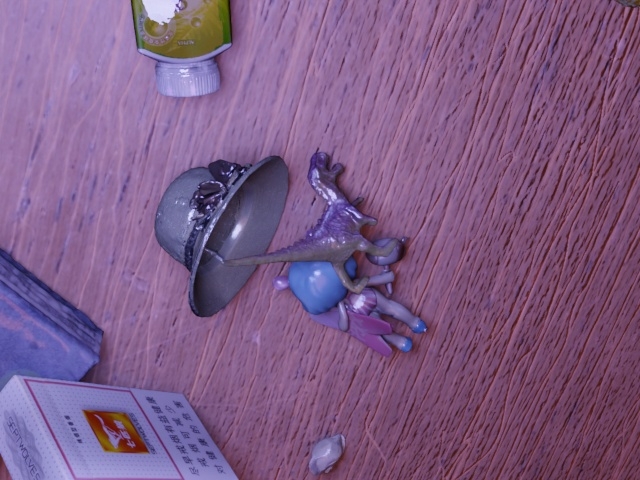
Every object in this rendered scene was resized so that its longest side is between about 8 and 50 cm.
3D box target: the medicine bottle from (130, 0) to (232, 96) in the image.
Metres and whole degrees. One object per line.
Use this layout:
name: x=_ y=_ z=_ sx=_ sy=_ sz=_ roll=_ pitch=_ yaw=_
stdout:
medicine bottle: x=-0.187 y=-0.297 z=1.202 sx=0.132 sy=0.088 sz=0.188 roll=-6 pitch=113 yaw=-8

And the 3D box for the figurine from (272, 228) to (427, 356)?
figurine: x=0.070 y=0.078 z=1.395 sx=0.260 sy=0.103 sz=0.205 roll=35 pitch=102 yaw=-19

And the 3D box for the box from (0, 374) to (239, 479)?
box: x=-0.295 y=0.310 z=1.291 sx=0.095 sy=0.210 sz=0.330 roll=-52 pitch=143 yaw=13

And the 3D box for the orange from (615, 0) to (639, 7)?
orange: x=0.471 y=-0.402 z=1.257 sx=0.156 sy=0.134 sz=0.157 roll=1 pitch=109 yaw=2

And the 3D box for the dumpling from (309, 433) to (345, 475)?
dumpling: x=0.015 y=0.375 z=1.534 sx=0.052 sy=0.076 sz=0.057 roll=-18 pitch=112 yaw=23

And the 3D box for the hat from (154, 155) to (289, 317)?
hat: x=-0.165 y=-0.028 z=1.280 sx=0.130 sy=0.257 sz=0.257 roll=26 pitch=108 yaw=14

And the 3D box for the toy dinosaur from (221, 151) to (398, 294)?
toy dinosaur: x=-0.001 y=0.000 z=1.298 sx=0.200 sy=0.072 sz=0.251 roll=37 pitch=70 yaw=-7

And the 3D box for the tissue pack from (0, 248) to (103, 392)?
tissue pack: x=-0.559 y=0.127 z=1.289 sx=0.288 sy=0.124 sz=0.394 roll=-42 pitch=113 yaw=7
